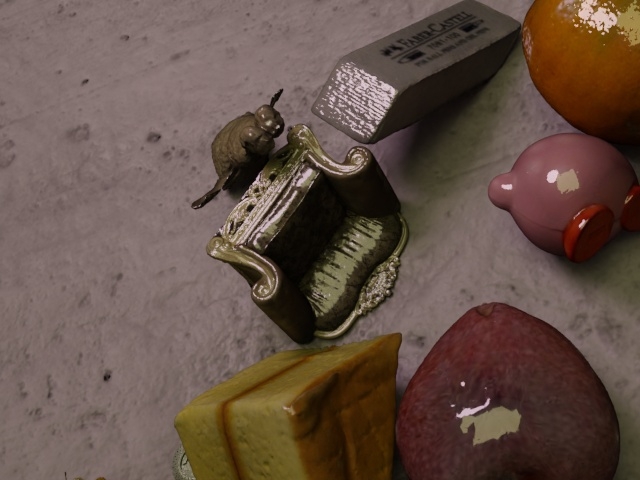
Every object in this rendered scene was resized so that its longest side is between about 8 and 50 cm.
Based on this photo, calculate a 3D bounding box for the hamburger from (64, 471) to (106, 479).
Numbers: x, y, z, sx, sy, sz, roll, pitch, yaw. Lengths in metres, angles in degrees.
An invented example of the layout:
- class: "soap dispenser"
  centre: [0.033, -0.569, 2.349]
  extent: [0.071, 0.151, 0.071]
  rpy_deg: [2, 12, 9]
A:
- class: "hamburger"
  centre: [-0.313, 0.441, 1.353]
  extent: [0.262, 0.138, 0.243]
  rpy_deg: [29, 79, 27]

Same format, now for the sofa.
- class: "sofa"
  centre: [0.000, 0.000, 1.399]
  extent: [0.182, 0.200, 0.258]
  rpy_deg: [30, 79, 28]

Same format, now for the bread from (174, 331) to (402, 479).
- class: "bread"
  centre: [0.003, 0.335, 1.300]
  extent: [0.233, 0.245, 0.361]
  rpy_deg: [-15, 95, 44]

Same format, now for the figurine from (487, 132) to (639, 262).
- class: "figurine"
  centre: [0.326, -0.061, 1.335]
  extent: [0.173, 0.173, 0.173]
  rpy_deg: [-7, 67, 16]

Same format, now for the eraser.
- class: "eraser"
  centre: [0.145, -0.248, 1.446]
  extent: [0.111, 0.077, 0.352]
  rpy_deg: [36, 47, 26]

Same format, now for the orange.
- class: "orange"
  centre: [0.424, -0.247, 1.330]
  extent: [0.310, 0.274, 0.274]
  rpy_deg: [35, 83, 25]

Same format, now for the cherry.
- class: "cherry"
  centre: [0.220, 0.215, 1.231]
  extent: [0.261, 0.221, 0.307]
  rpy_deg: [-9, 53, 6]

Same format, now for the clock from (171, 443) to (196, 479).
- class: "clock"
  centre: [-0.173, 0.310, 1.433]
  extent: [0.083, 0.010, 0.074]
  rpy_deg: [-37, 63, 1]

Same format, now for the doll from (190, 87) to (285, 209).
- class: "doll"
  centre: [-0.097, -0.147, 1.457]
  extent: [0.091, 0.286, 0.202]
  rpy_deg: [22, 58, -11]
